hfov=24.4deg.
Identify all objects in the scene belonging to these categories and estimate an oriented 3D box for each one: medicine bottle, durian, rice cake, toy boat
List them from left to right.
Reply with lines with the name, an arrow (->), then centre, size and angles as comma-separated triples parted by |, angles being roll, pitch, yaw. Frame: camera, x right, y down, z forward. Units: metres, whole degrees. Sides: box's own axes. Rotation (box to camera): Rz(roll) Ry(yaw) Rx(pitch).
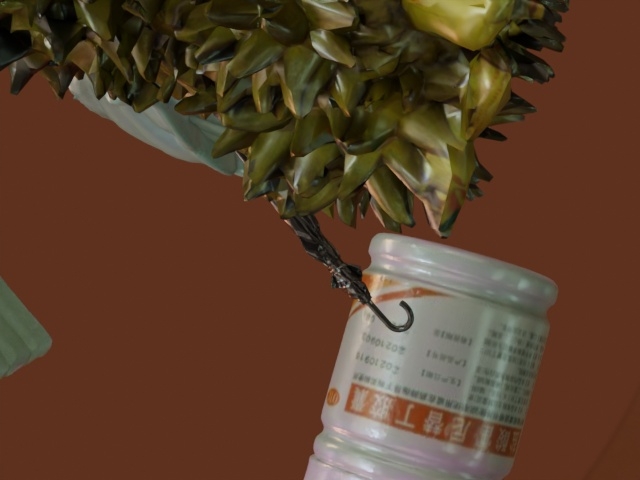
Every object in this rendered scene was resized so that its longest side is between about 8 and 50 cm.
rice cake -> -0.394, 0.047, 1.582 | 0.043, 0.127, 0.237 | -35, 91, 34
toy boat -> -0.095, -0.136, 0.959 | 0.100, 0.290, 0.199 | -6, 91, 16
durian -> -0.037, -0.140, 0.443 | 0.293, 0.258, 0.258 | 39, 88, -1
medicine bottle -> 0.107, 0.167, 1.507 | 0.202, 0.202, 0.315 | 15, 87, -8

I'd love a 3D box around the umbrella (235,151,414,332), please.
umbrella -> -0.002, 0.002, 0.726 | 0.122, 0.013, 0.022 | 44, 114, 6
